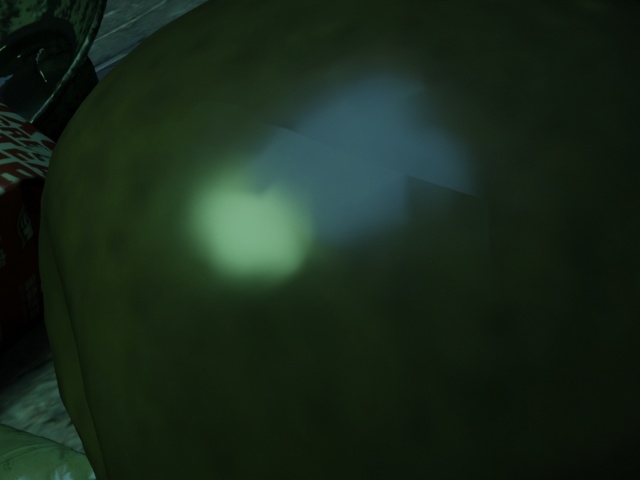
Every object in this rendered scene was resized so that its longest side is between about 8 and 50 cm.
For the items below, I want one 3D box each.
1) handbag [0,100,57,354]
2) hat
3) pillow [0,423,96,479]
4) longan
[{"bbox_3d":[-0.281,0.005,0.888,0.171,0.151,0.298,31,56,22],"label":"handbag"},{"bbox_3d":[-0.237,-0.100,1.119,0.266,0.128,0.265,-22,40,20],"label":"hat"},{"bbox_3d":[-0.244,0.185,0.685,0.185,0.075,0.302,11,46,48],"label":"pillow"},{"bbox_3d":[0.029,0.019,0.555,0.288,0.288,0.350,-32,27,-16],"label":"longan"}]
